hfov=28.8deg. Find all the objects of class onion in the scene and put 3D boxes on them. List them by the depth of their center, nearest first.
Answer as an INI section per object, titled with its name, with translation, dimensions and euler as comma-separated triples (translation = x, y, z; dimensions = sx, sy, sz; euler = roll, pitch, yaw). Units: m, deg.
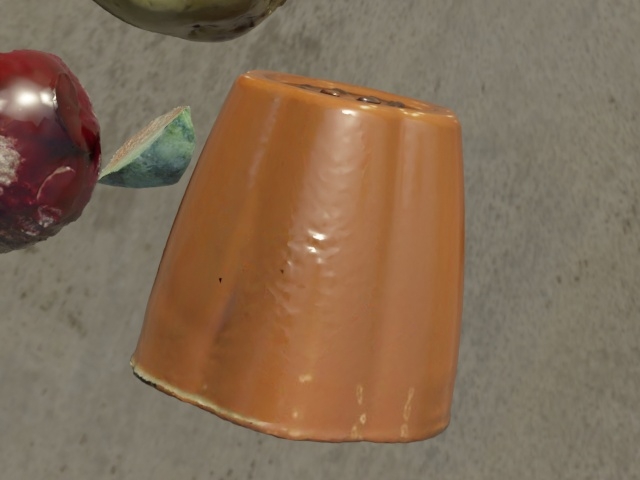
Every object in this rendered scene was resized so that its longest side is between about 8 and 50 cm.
[onion]
translation = -0.349, -0.097, 1.435
dimensions = 0.206, 0.216, 0.207
euler = -17, 84, 17

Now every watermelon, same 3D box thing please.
[watermelon]
translation = -0.199, -0.114, 1.519
dimensions = 0.081, 0.094, 0.180
euler = 23, 156, -35

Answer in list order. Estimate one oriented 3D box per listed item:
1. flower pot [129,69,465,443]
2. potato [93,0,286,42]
[flower pot]
translation = 0.000, 0.000, 0.696
dimensions = 0.190, 0.190, 0.173
euler = 12, 99, 2
[potato]
translation = -0.101, -0.193, 0.680
dimensions = 0.200, 0.154, 0.137
euler = 35, 86, 2
